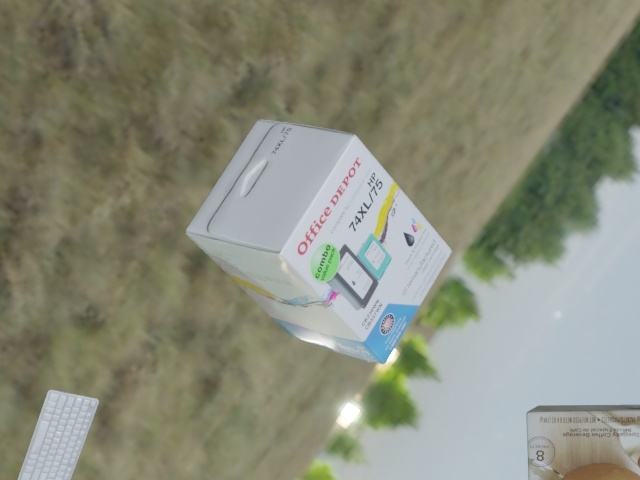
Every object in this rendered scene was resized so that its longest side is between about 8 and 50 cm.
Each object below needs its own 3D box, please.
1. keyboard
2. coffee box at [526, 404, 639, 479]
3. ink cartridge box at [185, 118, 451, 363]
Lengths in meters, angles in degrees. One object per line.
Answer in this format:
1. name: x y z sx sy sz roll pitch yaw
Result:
1. keyboard: -0.382 0.315 2.156 0.014 0.072 0.256 -113 -140 -53
2. coffee box: 0.270 0.279 1.434 0.098 0.141 0.247 9 78 -76
3. ink cartridge box: 0.000 0.000 2.068 0.197 0.270 0.198 13 -115 45
